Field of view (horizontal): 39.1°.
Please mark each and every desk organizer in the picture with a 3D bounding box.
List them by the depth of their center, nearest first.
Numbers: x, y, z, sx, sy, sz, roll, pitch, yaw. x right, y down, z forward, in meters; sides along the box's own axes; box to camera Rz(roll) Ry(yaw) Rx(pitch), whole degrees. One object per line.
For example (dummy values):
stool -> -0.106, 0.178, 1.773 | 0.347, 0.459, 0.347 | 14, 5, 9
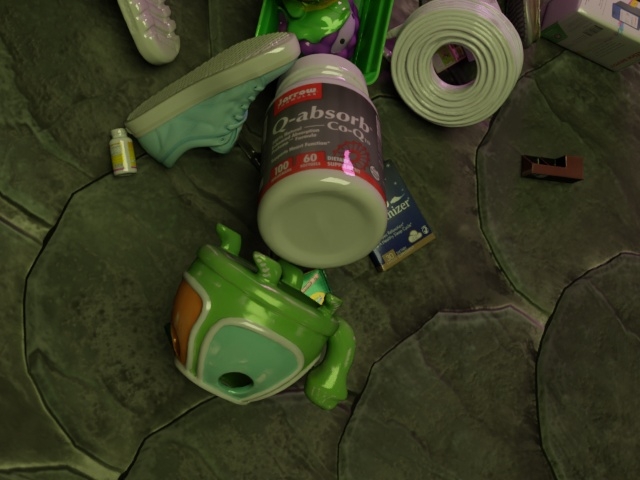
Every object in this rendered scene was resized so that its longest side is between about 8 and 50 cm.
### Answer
desk organizer -> 0.499, -0.158, 1.936 | 0.130, 0.047, 0.050 | 5, 81, -18

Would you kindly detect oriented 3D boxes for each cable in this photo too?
cable -> 0.266, -0.352, 1.781 | 0.257, 0.257, 0.089 | 50, 32, -11

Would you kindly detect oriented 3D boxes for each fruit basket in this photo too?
fruit basket -> 0.016, -0.491, 1.640 | 0.283, 0.392, 0.392 | 15, 80, -17

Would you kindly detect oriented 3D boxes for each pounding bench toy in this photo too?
pounding bench toy -> 0.250, -0.381, 1.873 | 0.052, 0.083, 0.065 | 60, 34, -5

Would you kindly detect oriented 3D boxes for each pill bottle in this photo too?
pill bottle -> 0.002, -0.146, 1.538 | 0.210, 0.210, 0.363 | 16, 43, -16
pill bottle -> -0.363, -0.161, 1.647 | 0.043, 0.043, 0.083 | -8, 87, -19

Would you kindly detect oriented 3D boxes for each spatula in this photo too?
spatula -> -0.140, -0.182, 1.730 | 0.084, 0.030, 0.296 | -44, 99, -20

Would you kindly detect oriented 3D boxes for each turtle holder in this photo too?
turtle holder -> -0.098, 0.142, 1.455 | 0.320, 0.243, 0.227 | 31, 90, -52

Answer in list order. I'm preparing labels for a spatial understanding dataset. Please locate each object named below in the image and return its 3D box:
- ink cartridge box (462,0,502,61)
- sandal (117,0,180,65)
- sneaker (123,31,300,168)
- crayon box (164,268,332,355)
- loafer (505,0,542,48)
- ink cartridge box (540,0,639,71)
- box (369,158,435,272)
ink cartridge box -> 0.330, -0.459, 1.880 | 0.109, 0.063, 0.150 | -27, 94, -46
sandal -> -0.383, -0.511, 1.640 | 0.102, 0.169, 0.416 | -19, 91, 21
sneaker -> -0.169, -0.243, 1.610 | 0.150, 0.366, 0.135 | 54, 30, -26
crayon box -> -0.129, 0.137, 1.631 | 0.278, 0.165, 0.081 | -21, 91, -20
loafer -> 0.452, -0.536, 1.932 | 0.087, 0.094, 0.251 | 0, 85, -14
ink cartridge box -> 0.609, -0.462, 1.945 | 0.212, 0.154, 0.093 | 23, 76, -14
box -> 0.119, -0.066, 1.805 | 0.136, 0.036, 0.225 | -32, 94, -19
